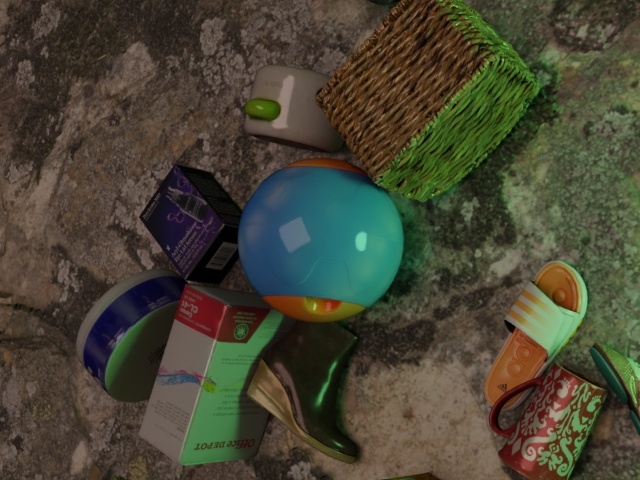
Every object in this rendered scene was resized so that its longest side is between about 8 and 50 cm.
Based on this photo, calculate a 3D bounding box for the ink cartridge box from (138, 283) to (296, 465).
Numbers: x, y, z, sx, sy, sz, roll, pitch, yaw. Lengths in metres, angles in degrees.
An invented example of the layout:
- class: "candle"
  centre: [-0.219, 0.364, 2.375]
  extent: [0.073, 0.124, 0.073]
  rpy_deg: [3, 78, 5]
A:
- class: "ink cartridge box"
  centre: [-0.186, 0.251, 1.758]
  extent: [0.131, 0.226, 0.306]
  rpy_deg: [23, 96, 36]

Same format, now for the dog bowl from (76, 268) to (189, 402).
- class: "dog bowl"
  centre: [-0.346, 0.192, 1.861]
  extent: [0.104, 0.265, 0.265]
  rpy_deg: [41, 107, 31]

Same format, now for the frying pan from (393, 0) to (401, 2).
- class: "frying pan"
  centre: [0.127, -0.564, 1.764]
  extent: [0.326, 0.053, 0.197]
  rpy_deg: [36, 105, 36]

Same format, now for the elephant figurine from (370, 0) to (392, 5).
- class: "elephant figurine"
  centre: [0.078, -0.506, 1.697]
  extent: [0.169, 0.186, 0.239]
  rpy_deg: [28, 122, -8]

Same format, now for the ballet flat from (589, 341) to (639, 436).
- class: "ballet flat"
  centre: [0.479, 0.234, 1.382]
  extent: [0.067, 0.073, 0.206]
  rpy_deg: [-26, 68, 1]

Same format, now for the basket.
- class: "basket"
  centre: [0.187, -0.244, 1.570]
  extent: [0.299, 0.213, 0.223]
  rpy_deg: [-47, 56, 22]

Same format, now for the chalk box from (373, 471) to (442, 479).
- class: "chalk box"
  centre: [0.157, 0.545, 1.488]
  extent: [0.180, 0.179, 0.288]
  rpy_deg: [18, 94, 38]

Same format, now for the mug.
- class: "mug"
  centre: [0.346, 0.273, 1.428]
  extent: [0.150, 0.113, 0.169]
  rpy_deg: [28, 96, 10]

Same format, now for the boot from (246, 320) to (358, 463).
- class: "boot"
  centre: [0.009, 0.262, 1.697]
  extent: [0.248, 0.090, 0.207]
  rpy_deg: [36, 86, 11]

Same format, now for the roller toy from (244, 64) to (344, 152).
- class: "roller toy"
  centre: [-0.039, -0.252, 1.753]
  extent: [0.191, 0.209, 0.146]
  rpy_deg: [13, 91, -2]

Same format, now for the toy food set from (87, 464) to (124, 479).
- class: "toy food set"
  centre: [-0.438, 0.584, 2.015]
  extent: [0.192, 0.039, 0.132]
  rpy_deg: [37, 112, 29]

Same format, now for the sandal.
- class: "sandal"
  centre: [0.333, 0.158, 1.483]
  extent: [0.102, 0.076, 0.265]
  rpy_deg: [32, 102, 35]

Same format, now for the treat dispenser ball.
- class: "treat dispenser ball"
  centre: [0.000, 0.000, 1.620]
  extent: [0.288, 0.288, 0.288]
  rpy_deg: [-6, 79, 36]

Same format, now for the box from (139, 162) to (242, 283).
- class: "box"
  centre: [-0.255, -0.035, 1.927]
  extent: [0.207, 0.108, 0.153]
  rpy_deg: [47, 111, 31]
